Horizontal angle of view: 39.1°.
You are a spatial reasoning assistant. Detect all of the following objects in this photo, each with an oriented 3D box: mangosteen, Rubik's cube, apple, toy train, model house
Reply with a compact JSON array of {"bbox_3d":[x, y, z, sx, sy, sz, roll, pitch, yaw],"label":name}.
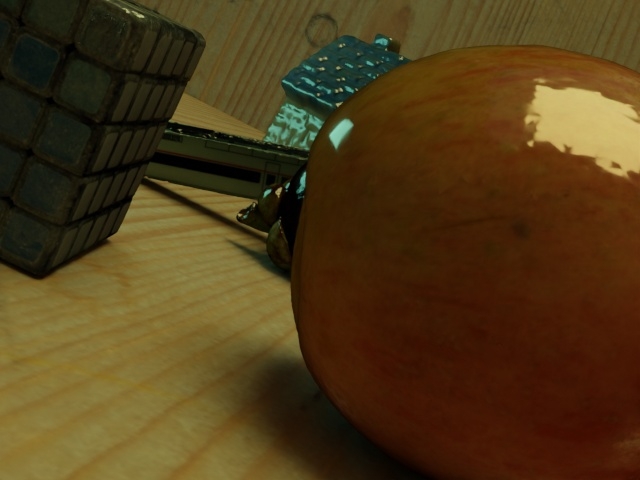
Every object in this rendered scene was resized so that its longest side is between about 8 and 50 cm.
[{"bbox_3d":[0.004,-0.022,1.210,0.230,0.194,0.194,-9,5,7],"label":"mangosteen"},{"bbox_3d":[-0.268,-0.135,0.810,0.237,0.237,0.238,25,9,-1],"label":"Rubik's cube"},{"bbox_3d":[0.138,0.020,0.713,0.364,0.364,0.364,25,8,-4],"label":"apple"},{"bbox_3d":[-0.087,-0.102,1.336,0.407,0.088,0.086,11,16,2],"label":"toy train"},{"bbox_3d":[0.162,-0.170,1.785,0.395,0.400,0.445,29,8,37],"label":"model house"}]
